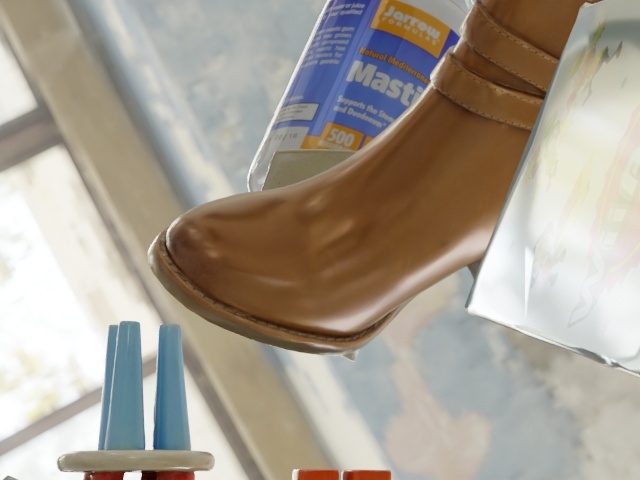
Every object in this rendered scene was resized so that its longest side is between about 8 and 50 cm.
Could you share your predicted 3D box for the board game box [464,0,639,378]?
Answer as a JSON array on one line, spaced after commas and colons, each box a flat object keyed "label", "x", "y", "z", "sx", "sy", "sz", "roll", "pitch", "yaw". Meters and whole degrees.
[{"label": "board game box", "x": 0.173, "y": 0.019, "z": 0.386, "sx": 0.224, "sy": 0.097, "sz": 0.303, "roll": 20, "pitch": -2, "yaw": -7}]

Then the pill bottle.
[{"label": "pill bottle", "x": 0.052, "y": -0.133, "z": 1.667, "sx": 0.152, "sy": 0.272, "sz": 0.152, "roll": 19, "pitch": -24, "yaw": 9}]

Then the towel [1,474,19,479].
[{"label": "towel", "x": -0.172, "y": 0.398, "z": 1.429, "sx": 0.090, "sy": 0.320, "sz": 0.374, "roll": -11, "pitch": -43, "yaw": 44}]

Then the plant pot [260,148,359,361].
[{"label": "plant pot", "x": 0.000, "y": 0.000, "z": 1.266, "sx": 0.096, "sy": 0.109, "sz": 0.109, "roll": 18, "pitch": -27, "yaw": 0}]

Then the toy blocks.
[{"label": "toy blocks", "x": -0.027, "y": 0.099, "z": 0.613, "sx": 0.054, "sy": 0.123, "sz": 0.148, "roll": 17, "pitch": 71, "yaw": -68}]

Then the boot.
[{"label": "boot", "x": 0.065, "y": -0.050, "z": 0.984, "sx": 0.109, "sy": 0.283, "sz": 0.220, "roll": -113, "pitch": -145, "yaw": -42}]
